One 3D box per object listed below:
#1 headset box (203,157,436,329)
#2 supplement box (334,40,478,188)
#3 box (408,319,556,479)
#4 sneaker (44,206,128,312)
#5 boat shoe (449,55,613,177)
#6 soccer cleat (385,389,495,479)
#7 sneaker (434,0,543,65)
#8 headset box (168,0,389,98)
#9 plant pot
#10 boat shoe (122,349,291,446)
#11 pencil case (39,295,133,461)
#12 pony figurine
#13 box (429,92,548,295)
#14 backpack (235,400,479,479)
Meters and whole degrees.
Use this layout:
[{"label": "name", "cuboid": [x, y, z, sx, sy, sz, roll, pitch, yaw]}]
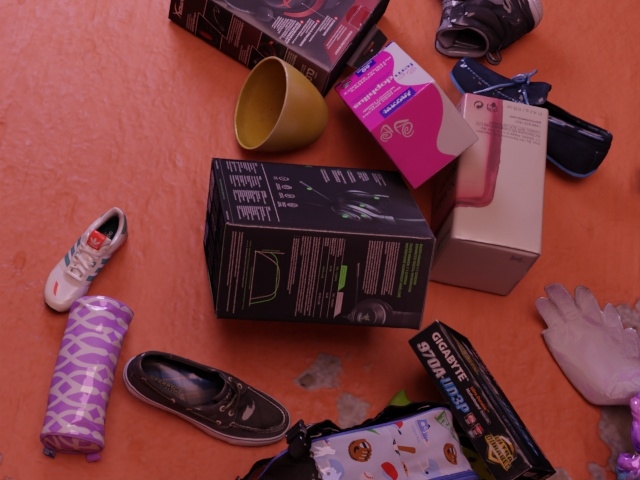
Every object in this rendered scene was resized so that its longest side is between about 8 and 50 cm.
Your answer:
[{"label": "headset box", "cuboid": [0.000, 0.000, 1.778, 0.283, 0.131, 0.246, 3, 22, -11]}, {"label": "supplement box", "cuboid": [0.114, -0.175, 1.879, 0.111, 0.220, 0.114, -38, 116, 3]}, {"label": "box", "cuboid": [0.208, 0.214, 1.758, 0.051, 0.175, 0.220, -36, 69, 9]}, {"label": "sneaker", "cuboid": [-0.308, 0.019, 1.802, 0.057, 0.075, 0.161, 34, 63, 5]}, {"label": "boat shoe", "cuboid": [0.314, -0.201, 2.019, 0.258, 0.089, 0.109, 32, 32, -4]}, {"label": "soccer cleat", "cuboid": [0.167, 0.256, 1.804, 0.178, 0.060, 0.072, 29, 46, 1]}, {"label": "sneaker", "cuboid": [0.198, -0.376, 2.078, 0.268, 0.101, 0.153, 37, 61, 4]}, {"label": "headset box", "cuboid": [-0.041, -0.350, 2.012, 0.293, 0.110, 0.218, 31, 63, 4]}, {"label": "plant pot", "cuboid": [-0.046, -0.181, 1.934, 0.095, 0.134, 0.134, 15, 60, -33]}, {"label": "boat shoe", "cuboid": [-0.137, 0.195, 1.746, 0.228, 0.076, 0.080, 25, 62, -9]}, {"label": "pencil case", "cuboid": [-0.290, 0.172, 1.733, 0.088, 0.086, 0.206, 32, 58, -40]}, {"label": "pony figurine", "cuboid": [0.495, 0.170, 1.818, 0.363, 0.303, 0.351, -12, 75, -33]}, {"label": "box", "cuboid": [0.231, -0.063, 1.914, 0.126, 0.149, 0.232, 11, 63, -7]}, {"label": "backpack", "cuboid": [0.058, 0.308, 1.652, 0.263, 0.276, 0.213, -20, 76, -27]}]
